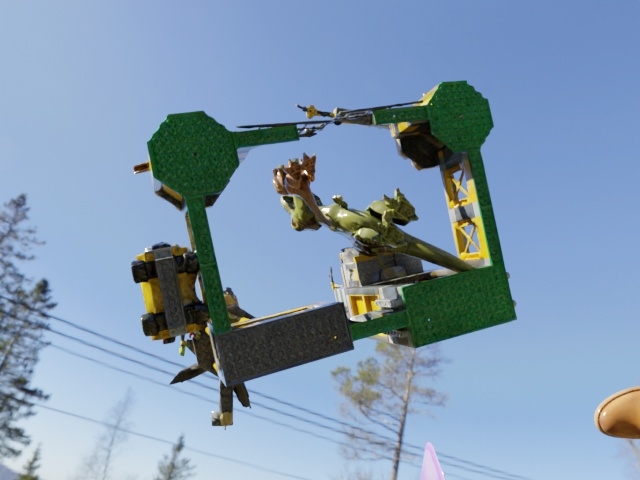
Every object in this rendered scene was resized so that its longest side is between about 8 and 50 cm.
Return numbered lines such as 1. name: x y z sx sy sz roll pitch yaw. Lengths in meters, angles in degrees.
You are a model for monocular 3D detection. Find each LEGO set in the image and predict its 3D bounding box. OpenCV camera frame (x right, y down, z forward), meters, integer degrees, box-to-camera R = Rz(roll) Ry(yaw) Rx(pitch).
1. LEGO set: 0.000 0.000 0.472 0.331 0.255 0.192 -20 0 -18

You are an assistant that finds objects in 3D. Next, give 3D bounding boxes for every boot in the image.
1. boot: 0.700 0.366 0.971 0.283 0.109 0.220 2 4 6

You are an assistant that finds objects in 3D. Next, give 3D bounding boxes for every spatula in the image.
1. spatula: 0.116 0.409 0.716 0.030 0.084 0.296 15 -69 -11
